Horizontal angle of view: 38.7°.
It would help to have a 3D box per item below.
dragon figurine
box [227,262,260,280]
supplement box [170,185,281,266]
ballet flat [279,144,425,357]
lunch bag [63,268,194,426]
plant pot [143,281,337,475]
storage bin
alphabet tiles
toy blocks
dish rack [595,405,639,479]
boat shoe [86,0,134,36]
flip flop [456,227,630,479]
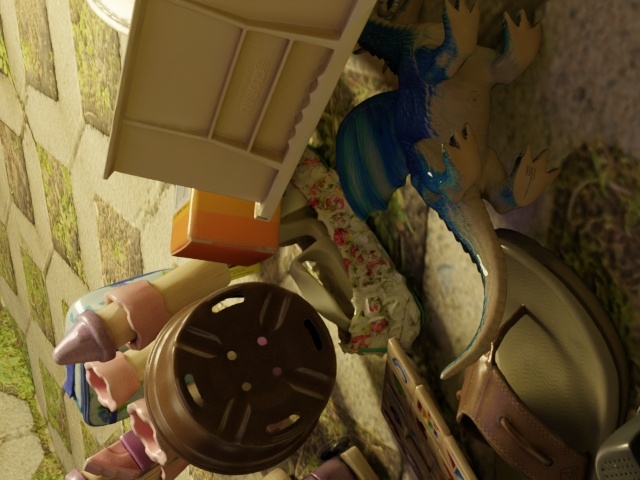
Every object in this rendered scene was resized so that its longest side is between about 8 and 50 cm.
[{"bbox_3d":[0.067,-0.057,0.575,0.144,0.085,0.289,-21,71,59],"label":"dragon figurine"},{"bbox_3d":[-0.099,-0.073,0.939,0.087,0.058,0.232,46,142,40],"label":"box"},{"bbox_3d":[-0.074,-0.100,0.773,0.080,0.078,0.233,157,119,-67],"label":"supplement box"},{"bbox_3d":[0.000,0.000,0.778,0.241,0.077,0.091,55,148,33],"label":"ballet flat"},{"bbox_3d":[-0.249,0.147,1.207,0.090,0.176,0.219,54,146,33],"label":"lunch bag"},{"bbox_3d":[-0.061,0.109,0.754,0.165,0.167,0.167,129,121,-72],"label":"plant pot"},{"bbox_3d":[-0.049,-0.199,0.595,0.260,0.123,0.262,122,156,-54],"label":"storage bin"},{"bbox_3d":[0.108,0.205,0.695,0.237,0.009,0.198,60,169,23],"label":"alphabet tiles"},{"bbox_3d":[-0.161,0.224,0.936,0.309,0.260,0.288,53,150,11],"label":"toy blocks"},{"bbox_3d":[0.254,0.194,0.430,0.271,0.074,0.208,67,153,9],"label":"dish rack"},{"bbox_3d":[-0.207,-0.309,0.969,0.116,0.097,0.324,-47,59,13],"label":"boat shoe"},{"bbox_3d":[0.132,0.127,0.600,0.112,0.080,0.277,33,133,53],"label":"flip flop"}]
